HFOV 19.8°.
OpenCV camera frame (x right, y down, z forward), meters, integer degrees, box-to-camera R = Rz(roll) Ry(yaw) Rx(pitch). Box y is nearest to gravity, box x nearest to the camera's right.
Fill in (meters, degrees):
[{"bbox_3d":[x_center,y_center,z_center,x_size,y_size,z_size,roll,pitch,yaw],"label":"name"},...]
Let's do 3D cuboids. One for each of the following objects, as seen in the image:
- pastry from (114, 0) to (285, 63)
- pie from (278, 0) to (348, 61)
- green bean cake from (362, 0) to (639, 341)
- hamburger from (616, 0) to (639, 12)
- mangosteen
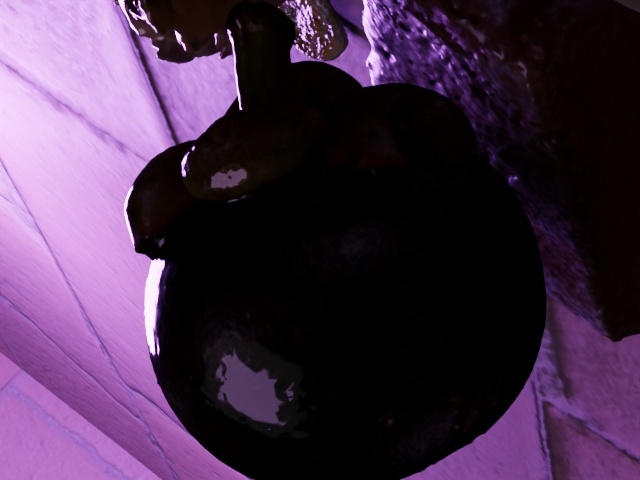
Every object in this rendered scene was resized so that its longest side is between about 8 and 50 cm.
[{"bbox_3d":[-0.089,-0.235,0.946,0.256,0.170,0.237,60,178,-41],"label":"pastry"},{"bbox_3d":[-0.012,-0.151,1.178,0.084,0.021,0.084,42,160,19],"label":"pie"},{"bbox_3d":[0.120,-0.070,0.958,0.198,0.097,0.233,37,160,24],"label":"green bean cake"},{"bbox_3d":[0.183,-0.152,0.512,0.318,0.158,0.318,22,158,9],"label":"hamburger"},{"bbox_3d":[0.000,0.000,0.916,0.211,0.211,0.250,3,116,63],"label":"mangosteen"}]
